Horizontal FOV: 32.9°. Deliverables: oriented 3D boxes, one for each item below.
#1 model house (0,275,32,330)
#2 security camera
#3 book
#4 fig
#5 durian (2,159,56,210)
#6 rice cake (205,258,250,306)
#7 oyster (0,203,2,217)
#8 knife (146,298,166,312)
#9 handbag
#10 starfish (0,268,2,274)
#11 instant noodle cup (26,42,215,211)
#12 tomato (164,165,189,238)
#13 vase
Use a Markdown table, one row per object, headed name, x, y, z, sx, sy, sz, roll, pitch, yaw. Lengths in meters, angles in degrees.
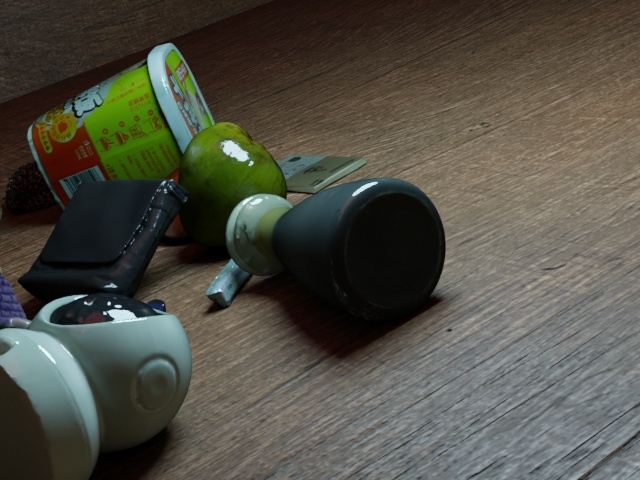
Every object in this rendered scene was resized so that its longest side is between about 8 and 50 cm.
| name | x | y | z | sx | sy | sz | roll | pitch | yaw |
| --- | --- | --- | --- | --- | --- | --- | --- | --- | --- |
| model house | -0.540 | 0.123 | 1.502 | 0.237 | 0.202 | 0.237 | 16 | -6 | 18 |
| security camera | -0.249 | 0.153 | 1.172 | 0.236 | 0.195 | 0.194 | -26 | 22 | -39 |
| book | -0.031 | -0.123 | 1.959 | 0.138 | 0.016 | 0.198 | -32 | 26 | -36 |
| fig | -0.146 | -0.079 | 1.700 | 0.191 | 0.181 | 0.181 | -57 | 19 | 9 |
| durian | -0.596 | -0.131 | 2.313 | 0.188 | 0.091 | 0.148 | -28 | 23 | -33 |
| rice cake | -0.115 | 0.039 | 1.576 | 0.033 | 0.033 | 0.208 | -7 | 22 | 21 |
| oyster | -0.705 | -0.011 | 2.120 | 0.166 | 0.094 | 0.294 | -28 | 25 | 23 |
| knife | -0.239 | 0.115 | 1.496 | 0.031 | 0.018 | 0.121 | -5 | 23 | 11 |
| handbag | -0.330 | 0.005 | 1.669 | 0.247 | 0.080 | 0.223 | 2 | 54 | 41 |
| starfish | -0.511 | 0.006 | 1.447 | 0.209 | 0.053 | 0.150 | 21 | 11 | 15 |
| instant noodle cup | -0.386 | -0.205 | 2.132 | 0.307 | 0.294 | 0.294 | -21 | 19 | 8 |
| tomato | -0.208 | -0.087 | 1.875 | 0.199 | 0.112 | 0.228 | -10 | 18 | 21 |
| vase | 0.000 | 0.000 | 1.413 | 0.173 | 0.173 | 0.321 | -28 | 19 | -28 |
